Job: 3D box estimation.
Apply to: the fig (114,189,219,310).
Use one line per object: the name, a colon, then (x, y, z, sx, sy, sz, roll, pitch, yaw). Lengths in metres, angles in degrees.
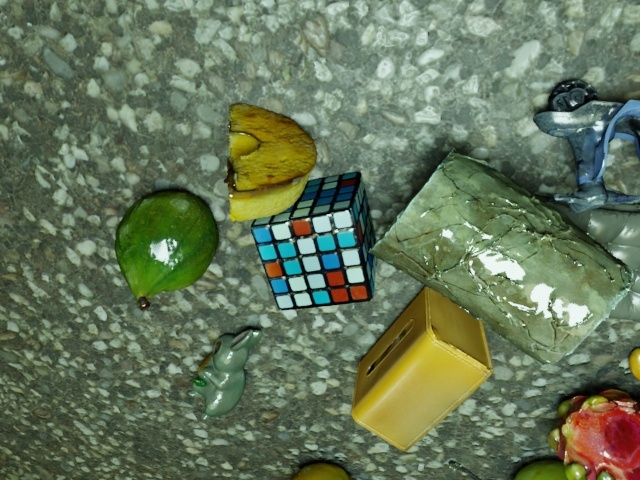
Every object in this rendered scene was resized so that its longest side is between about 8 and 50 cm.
fig: (-0.319, 0.025, 0.869, 0.202, 0.235, 0.203, 5, 122, 9)

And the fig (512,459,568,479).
fig: (0.603, 0.648, 1.023, 0.325, 0.258, 0.258, 11, 120, -14)

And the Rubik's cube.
Rubik's cube: (0.000, 0.000, 0.827, 0.181, 0.184, 0.187, -9, 114, 14)

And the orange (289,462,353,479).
orange: (0.016, 0.693, 1.195, 0.179, 0.158, 0.237, -40, 101, 19)

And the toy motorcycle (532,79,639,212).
toy motorcycle: (0.504, -0.125, 0.678, 0.357, 0.125, 0.213, 13, 82, 12)

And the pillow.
pillow: (0.481, 0.031, 0.808, 0.325, 0.101, 0.228, 8, 117, 8)

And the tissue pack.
tissue pack: (0.197, 0.257, 0.919, 0.145, 0.194, 0.275, 30, 117, -6)

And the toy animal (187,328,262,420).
toy animal: (-0.219, 0.294, 1.072, 0.125, 0.127, 0.252, 30, 104, 7)

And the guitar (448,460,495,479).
guitar: (0.425, 0.643, 1.173, 0.233, 0.025, 0.088, 38, 118, -10)

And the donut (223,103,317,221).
donut: (-0.084, -0.132, 0.763, 0.151, 0.259, 0.101, 2, 132, -10)

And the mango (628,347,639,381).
mango: (0.672, 0.260, 0.924, 0.059, 0.046, 0.089, -27, 97, 19)

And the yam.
yam: (0.261, 0.022, 0.693, 0.348, 0.241, 0.241, 36, 120, 17)

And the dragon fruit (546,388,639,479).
dragon fruit: (0.624, 0.432, 0.915, 0.306, 0.243, 0.228, 18, 80, 5)
